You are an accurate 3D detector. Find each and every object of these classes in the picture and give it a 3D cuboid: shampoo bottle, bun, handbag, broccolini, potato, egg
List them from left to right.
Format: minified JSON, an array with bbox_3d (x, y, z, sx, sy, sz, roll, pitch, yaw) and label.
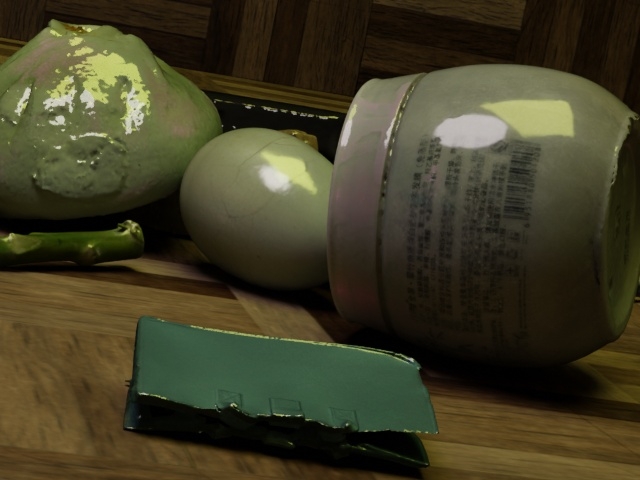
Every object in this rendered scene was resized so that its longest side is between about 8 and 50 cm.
[{"bbox_3d":[-0.323,-0.016,1.716,0.392,0.074,0.079,-1,23,-45],"label":"broccolini"},{"bbox_3d":[-0.252,-0.136,1.986,0.293,0.187,0.293,-10,18,3],"label":"bun"},{"bbox_3d":[-0.159,-0.056,2.091,0.172,0.089,0.100,9,11,-10],"label":"potato"},{"bbox_3d":[-0.047,-0.028,1.876,0.209,0.151,0.151,28,18,35],"label":"egg"},{"bbox_3d":[-0.031,0.114,1.382,0.221,0.057,0.144,10,14,-6],"label":"handbag"},{"bbox_3d":[0.150,-0.025,1.720,0.266,0.273,0.273,8,8,18],"label":"shampoo bottle"}]

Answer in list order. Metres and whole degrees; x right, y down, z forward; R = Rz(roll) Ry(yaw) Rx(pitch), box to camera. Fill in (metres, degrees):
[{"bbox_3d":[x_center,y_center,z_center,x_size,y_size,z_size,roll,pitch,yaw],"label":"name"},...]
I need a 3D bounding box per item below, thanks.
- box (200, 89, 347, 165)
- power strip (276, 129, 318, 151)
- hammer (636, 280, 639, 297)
[{"bbox_3d":[-0.088,-0.127,2.385,0.350,0.091,0.359,9,-4,13],"label":"box"},{"bbox_3d":[-0.110,-0.086,2.180,0.305,0.064,0.044,-3,-7,39],"label":"power strip"},{"bbox_3d":[0.308,0.031,2.309,0.103,0.029,0.246,8,9,-22],"label":"hammer"}]
